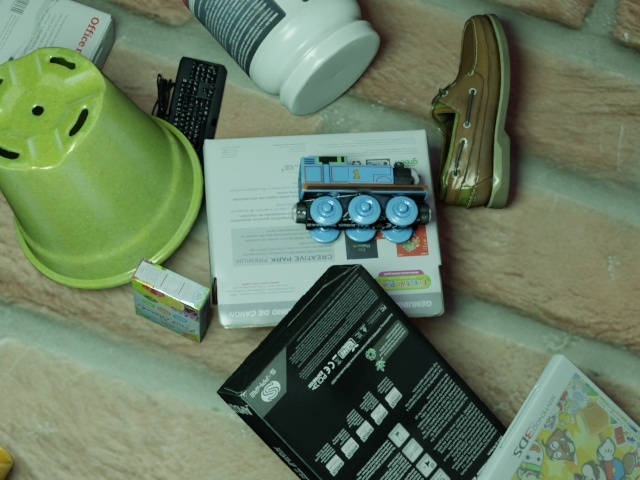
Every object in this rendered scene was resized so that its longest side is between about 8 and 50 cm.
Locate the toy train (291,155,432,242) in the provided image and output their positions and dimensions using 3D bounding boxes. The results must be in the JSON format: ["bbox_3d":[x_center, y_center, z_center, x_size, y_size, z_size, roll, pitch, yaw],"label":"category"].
[{"bbox_3d":[0.053,-0.056,1.721,0.184,0.080,0.105,0,65,-4],"label":"toy train"}]

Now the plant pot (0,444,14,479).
[{"bbox_3d":[-0.515,0.305,1.620,0.205,0.205,0.188,30,85,7],"label":"plant pot"}]

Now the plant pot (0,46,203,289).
[{"bbox_3d":[-0.322,-0.111,1.717,0.276,0.254,0.276,-6,63,11],"label":"plant pot"}]

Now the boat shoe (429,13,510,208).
[{"bbox_3d":[0.215,-0.196,1.910,0.105,0.110,0.307,2,68,-5],"label":"boat shoe"}]

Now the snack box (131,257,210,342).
[{"bbox_3d":[-0.198,0.082,1.750,0.100,0.141,0.037,26,68,5],"label":"snack box"}]

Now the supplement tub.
[{"bbox_3d":[-0.064,-0.333,1.898,0.191,0.191,0.272,-36,76,-17],"label":"supplement tub"}]

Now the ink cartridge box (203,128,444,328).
[{"bbox_3d":[0.000,0.000,1.805,0.310,0.130,0.271,-2,70,-5],"label":"ink cartridge box"}]

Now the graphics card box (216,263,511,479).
[{"bbox_3d":[0.075,0.236,1.659,0.371,0.094,0.233,48,71,-17],"label":"graphics card box"}]

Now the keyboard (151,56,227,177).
[{"bbox_3d":[-0.200,-0.185,1.912,0.100,0.038,0.192,9,67,-1],"label":"keyboard"}]

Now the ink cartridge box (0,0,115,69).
[{"bbox_3d":[-0.413,-0.286,1.910,0.191,0.082,0.139,21,69,2],"label":"ink cartridge box"}]

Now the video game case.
[{"bbox_3d":[0.334,0.297,1.718,0.227,0.026,0.206,43,69,-19],"label":"video game case"}]
